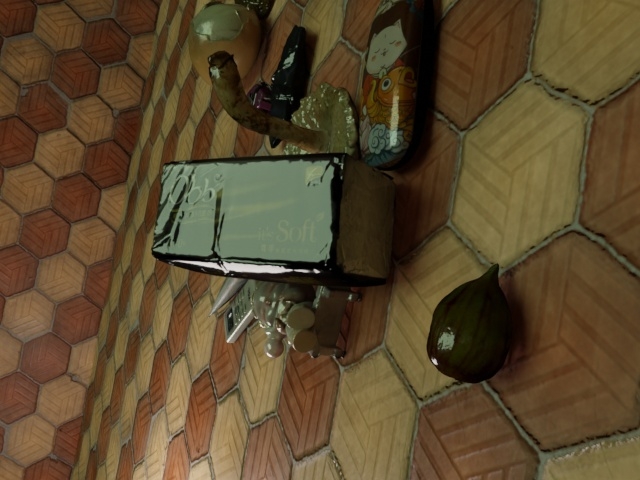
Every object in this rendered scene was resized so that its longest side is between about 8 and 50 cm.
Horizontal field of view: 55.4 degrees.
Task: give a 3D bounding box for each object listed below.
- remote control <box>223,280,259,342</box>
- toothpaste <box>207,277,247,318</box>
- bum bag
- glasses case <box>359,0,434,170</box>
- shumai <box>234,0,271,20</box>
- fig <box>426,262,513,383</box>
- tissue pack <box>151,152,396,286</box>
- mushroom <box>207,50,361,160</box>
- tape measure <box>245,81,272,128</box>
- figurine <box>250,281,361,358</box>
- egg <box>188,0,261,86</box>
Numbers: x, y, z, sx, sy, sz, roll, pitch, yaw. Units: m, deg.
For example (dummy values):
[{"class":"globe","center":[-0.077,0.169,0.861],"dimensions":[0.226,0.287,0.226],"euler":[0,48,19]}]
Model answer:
[{"class":"remote control","center":[-0.188,0.166,1.476],"dimensions":[0.190,0.029,0.088],"euler":[-51,40,40]},{"class":"toothpaste","center":[-0.188,0.071,1.470],"dimensions":[0.323,0.066,0.100],"euler":[-54,-5,36]},{"class":"bum bag","center":[-0.079,-0.367,1.431],"dimensions":[0.137,0.074,0.310],"euler":[163,116,-69]},{"class":"glasses case","center":[0.125,-0.275,1.014],"dimensions":[0.122,0.082,0.321],"euler":[-11,70,62]},{"class":"shumai","center":[-0.180,-0.696,1.737],"dimensions":[0.123,0.105,0.139],"euler":[59,166,-13]},{"class":"fig","center":[0.190,0.097,0.748],"dimensions":[0.109,0.103,0.155],"euler":[156,139,-83]},{"class":"tissue pack","center":[-0.081,-0.029,1.017],"dimensions":[0.369,0.210,0.199],"euler":[2,87,30]},{"class":"mushroom","center":[-0.070,-0.200,1.144],"dimensions":[0.208,0.301,0.233],"euler":[-93,18,-84]},{"class":"tape measure","center":[-0.156,-0.339,1.555],"dimensions":[0.125,0.074,0.118],"euler":[-65,30,19]},{"class":"figurine","center":[-0.045,0.120,1.143],"dimensions":[0.256,0.144,0.182],"euler":[24,121,59]},{"class":"egg","center":[-0.269,-0.547,1.711],"dimensions":[0.201,0.200,0.245],"euler":[-118,35,-49]}]
